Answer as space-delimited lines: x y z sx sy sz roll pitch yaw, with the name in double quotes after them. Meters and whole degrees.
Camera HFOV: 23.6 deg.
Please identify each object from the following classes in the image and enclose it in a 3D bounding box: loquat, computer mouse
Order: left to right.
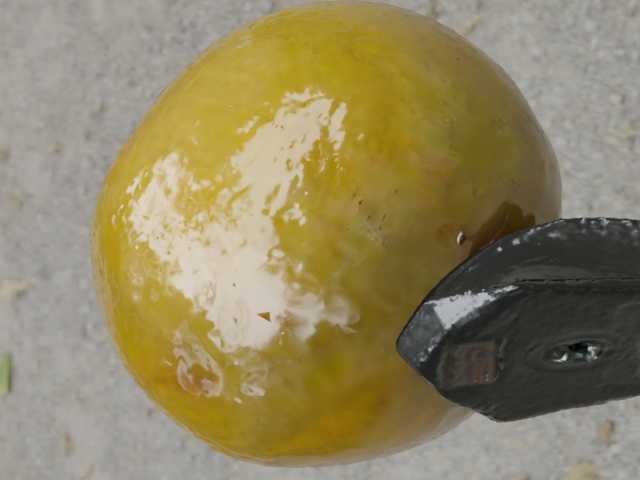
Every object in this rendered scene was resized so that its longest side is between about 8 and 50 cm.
0.000 0.000 0.893 0.275 0.275 0.275 -6 82 45 "loquat"
0.116 0.029 0.667 0.099 0.172 0.057 89 175 -47 "computer mouse"
